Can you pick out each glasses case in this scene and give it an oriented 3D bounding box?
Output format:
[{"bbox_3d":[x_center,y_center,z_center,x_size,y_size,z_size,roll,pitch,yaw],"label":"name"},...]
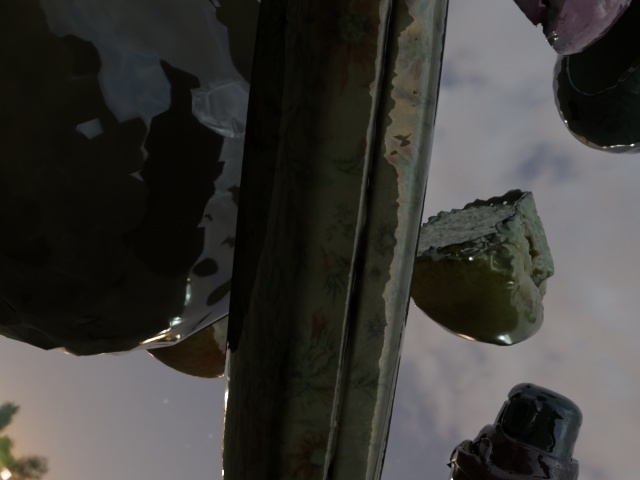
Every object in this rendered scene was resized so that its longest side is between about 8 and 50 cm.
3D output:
[{"bbox_3d":[0.000,0.000,0.535,0.156,0.098,0.425,-134,-132,-68],"label":"glasses case"}]

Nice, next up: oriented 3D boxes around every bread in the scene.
[{"bbox_3d":[0.121,0.031,0.699,0.103,0.156,0.110,-7,-77,32],"label":"bread"}]

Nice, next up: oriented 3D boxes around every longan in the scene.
[{"bbox_3d":[-0.193,-0.090,0.775,0.391,0.391,0.391,43,-27,29],"label":"longan"}]

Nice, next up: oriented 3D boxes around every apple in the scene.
[{"bbox_3d":[-0.172,0.064,1.349,0.264,0.264,0.264,43,-27,29],"label":"apple"}]

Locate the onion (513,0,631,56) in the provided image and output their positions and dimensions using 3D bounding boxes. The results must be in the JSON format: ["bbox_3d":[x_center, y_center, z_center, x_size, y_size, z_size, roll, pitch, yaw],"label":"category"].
[{"bbox_3d":[0.147,-0.318,0.752,0.349,0.159,0.267,28,25,-43],"label":"onion"}]

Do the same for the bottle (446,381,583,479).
[{"bbox_3d":[0.188,0.281,0.968,0.156,0.271,0.143,27,-8,-41],"label":"bottle"}]

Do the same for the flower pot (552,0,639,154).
[{"bbox_3d":[0.381,-0.210,1.078,0.189,0.243,0.157,30,-16,43],"label":"flower pot"}]
